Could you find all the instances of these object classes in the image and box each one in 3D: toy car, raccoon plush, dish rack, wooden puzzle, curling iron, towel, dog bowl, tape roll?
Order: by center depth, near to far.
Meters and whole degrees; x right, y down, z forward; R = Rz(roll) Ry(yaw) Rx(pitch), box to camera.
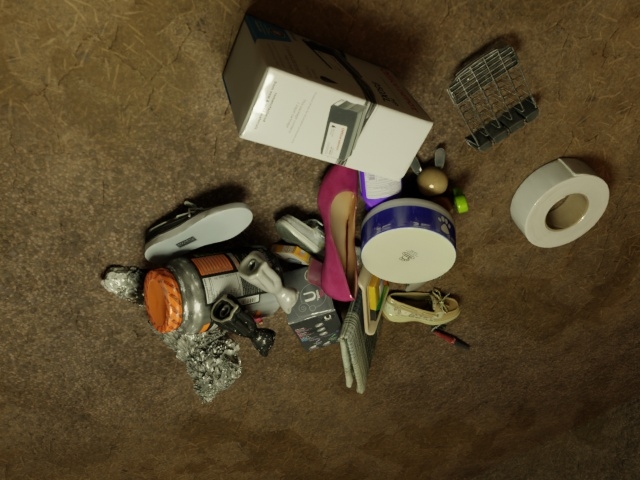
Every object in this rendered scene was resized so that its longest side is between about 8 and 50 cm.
[{"bbox_3d":[0.447,-0.373,1.540,0.208,0.074,0.271,-34,130,10],"label":"dish rack"},{"bbox_3d":[0.243,0.006,1.635,0.264,0.104,0.265,4,142,3],"label":"dog bowl"},{"bbox_3d":[-0.416,0.281,1.660,0.446,0.299,0.216,17,123,-30],"label":"raccoon plush"},{"bbox_3d":[0.316,-0.162,1.662,0.154,0.149,0.189,-15,109,11],"label":"toy car"},{"bbox_3d":[0.172,0.137,1.801,0.044,0.221,0.239,6,135,21],"label":"wooden puzzle"},{"bbox_3d":[0.748,-0.115,1.843,0.286,0.100,0.286,-9,132,-10],"label":"tape roll"},{"bbox_3d":[0.128,0.280,1.870,0.056,0.312,0.324,4,136,19],"label":"towel"},{"bbox_3d":[0.499,0.365,2.221,0.068,0.035,0.274,-38,130,16],"label":"curling iron"}]

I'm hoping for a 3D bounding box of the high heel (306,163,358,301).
[{"bbox_3d":[0.076,-0.032,1.554,0.127,0.181,0.378,3,101,-40],"label":"high heel"}]

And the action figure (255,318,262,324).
[{"bbox_3d":[-0.211,0.234,1.875,0.038,0.030,0.115,-29,135,0],"label":"action figure"}]

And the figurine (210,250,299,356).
[{"bbox_3d":[-0.150,0.168,1.512,0.209,0.092,0.215,48,64,-40],"label":"figurine"}]

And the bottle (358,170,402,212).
[{"bbox_3d":[0.167,-0.152,1.620,0.118,0.092,0.283,-12,133,-2],"label":"bottle"}]

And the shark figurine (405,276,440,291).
[{"bbox_3d":[0.341,0.067,1.859,0.166,0.116,0.278,-20,135,-3],"label":"shark figurine"}]

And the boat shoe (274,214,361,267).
[{"bbox_3d":[0.002,0.001,1.699,0.320,0.118,0.103,32,78,-34],"label":"boat shoe"}]

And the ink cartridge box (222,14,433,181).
[{"bbox_3d":[0.009,-0.310,1.298,0.394,0.286,0.166,12,125,-28],"label":"ink cartridge box"}]

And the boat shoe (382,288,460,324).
[{"bbox_3d":[0.352,0.223,2.002,0.285,0.105,0.089,-2,133,-16],"label":"boat shoe"}]

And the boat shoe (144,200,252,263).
[{"bbox_3d":[-0.324,-0.042,1.544,0.306,0.105,0.113,-26,141,14],"label":"boat shoe"}]

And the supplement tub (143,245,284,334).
[{"bbox_3d":[-0.283,0.133,1.580,0.337,0.207,0.207,-9,135,-38],"label":"supplement tub"}]

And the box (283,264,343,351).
[{"bbox_3d":[-0.020,0.206,1.771,0.143,0.165,0.270,-17,151,2],"label":"box"}]

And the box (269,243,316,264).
[{"bbox_3d":[-0.085,0.041,1.703,0.081,0.136,0.028,33,73,-37],"label":"box"}]
